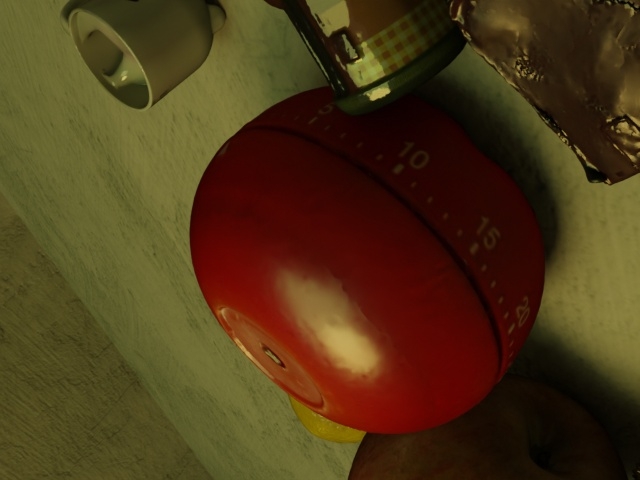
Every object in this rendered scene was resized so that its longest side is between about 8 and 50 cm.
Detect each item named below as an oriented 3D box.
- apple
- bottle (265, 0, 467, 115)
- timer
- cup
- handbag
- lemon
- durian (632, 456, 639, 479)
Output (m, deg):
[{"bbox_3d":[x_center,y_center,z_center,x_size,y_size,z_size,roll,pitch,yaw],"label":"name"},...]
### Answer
[{"bbox_3d":[0.209,0.303,0.933,0.345,0.345,0.269,33,109,22],"label":"apple"},{"bbox_3d":[0.007,-0.245,0.637,0.156,0.143,0.271,-26,110,26],"label":"bottle"},{"bbox_3d":[0.037,0.028,0.832,0.378,0.279,0.378,35,155,19],"label":"timer"},{"bbox_3d":[-0.209,-0.249,0.934,0.173,0.142,0.134,10,138,49],"label":"cup"},{"bbox_3d":[0.219,-0.150,0.546,0.216,0.074,0.203,45,154,-4],"label":"handbag"},{"bbox_3d":[0.034,0.219,1.222,0.178,0.178,0.203,3,119,53],"label":"lemon"},{"bbox_3d":[0.393,0.270,0.850,0.091,0.148,0.188,-105,19,-55],"label":"durian"}]
